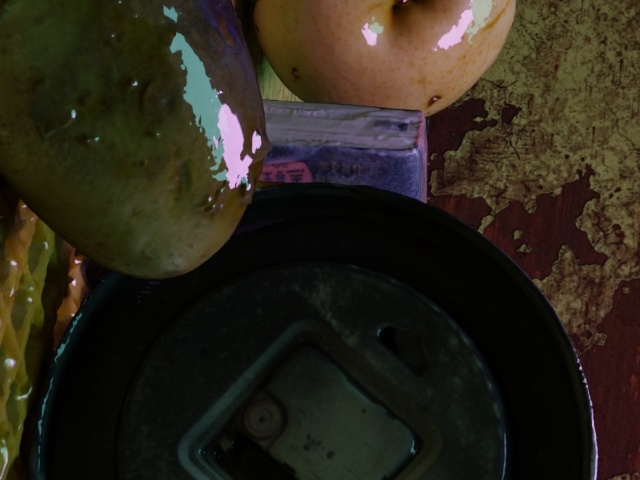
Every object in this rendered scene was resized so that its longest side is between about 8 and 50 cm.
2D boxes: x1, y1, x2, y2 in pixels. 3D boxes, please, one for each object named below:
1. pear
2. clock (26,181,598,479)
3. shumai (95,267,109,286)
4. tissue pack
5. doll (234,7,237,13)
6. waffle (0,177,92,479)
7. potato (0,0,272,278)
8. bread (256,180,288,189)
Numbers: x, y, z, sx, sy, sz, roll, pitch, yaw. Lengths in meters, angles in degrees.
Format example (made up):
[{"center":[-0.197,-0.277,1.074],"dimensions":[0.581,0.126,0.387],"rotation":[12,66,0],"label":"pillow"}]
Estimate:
[{"center":[0.065,-0.278,2.200],"dimensions":[0.309,0.309,0.309],"rotation":[5,90,-81],"label":"pear"},{"center":[-0.004,0.149,1.381],"dimensions":[0.076,0.386,0.386],"rotation":[81,16,-74],"label":"clock"},{"center":[-0.101,0.112,1.642],"dimensions":[0.304,0.263,0.309],"rotation":[-44,118,-27],"label":"shumai"},{"center":[-0.001,-0.004,2.120],"dimensions":[0.103,0.228,0.315],"rotation":[-75,167,-48],"label":"tissue pack"},{"center":[-0.128,-0.195,1.693],"dimensions":[0.117,0.086,0.291],"rotation":[-52,160,-12],"label":"doll"},{"center":[-0.217,0.073,1.381],"dimensions":[0.312,0.060,0.307],"rotation":[23,74,-80],"label":"waffle"},{"center":[-0.139,-0.122,1.257],"dimensions":[0.307,0.173,0.210],"rotation":[65,21,-13],"label":"potato"},{"center":[-0.078,0.067,1.932],"dimensions":[0.270,0.148,0.270],"rotation":[5,90,-80],"label":"bread"}]
